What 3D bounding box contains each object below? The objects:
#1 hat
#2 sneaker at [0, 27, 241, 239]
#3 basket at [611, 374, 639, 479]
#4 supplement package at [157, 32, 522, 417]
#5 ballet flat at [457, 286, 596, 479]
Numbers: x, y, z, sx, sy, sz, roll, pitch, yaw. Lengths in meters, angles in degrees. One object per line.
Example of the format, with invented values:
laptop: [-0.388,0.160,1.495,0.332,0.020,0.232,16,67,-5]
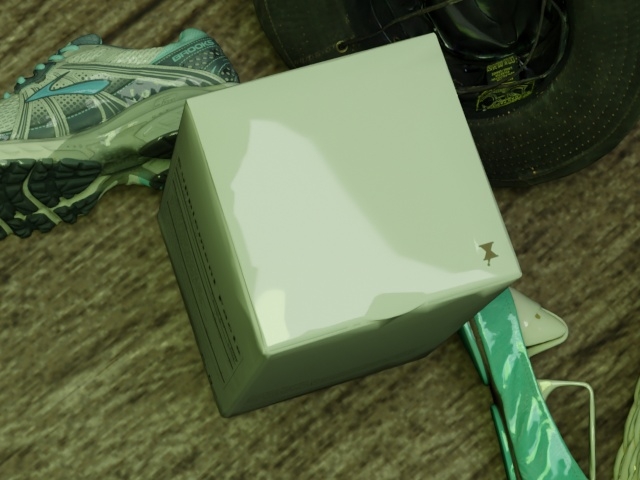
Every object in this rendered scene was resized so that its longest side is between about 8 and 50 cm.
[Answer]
hat: [0.115,-0.206,1.334,0.331,0.331,0.134,30,37,-1]
sneaker: [-0.193,-0.087,1.319,0.283,0.110,0.122,-13,61,-14]
basket: [0.395,0.185,1.241,0.328,0.266,0.331,19,74,-4]
supplement package: [0.000,0.000,1.212,0.177,0.293,0.175,-16,79,-13]
ballet flat: [0.158,0.106,1.318,0.087,0.083,0.247,-19,86,-1]
